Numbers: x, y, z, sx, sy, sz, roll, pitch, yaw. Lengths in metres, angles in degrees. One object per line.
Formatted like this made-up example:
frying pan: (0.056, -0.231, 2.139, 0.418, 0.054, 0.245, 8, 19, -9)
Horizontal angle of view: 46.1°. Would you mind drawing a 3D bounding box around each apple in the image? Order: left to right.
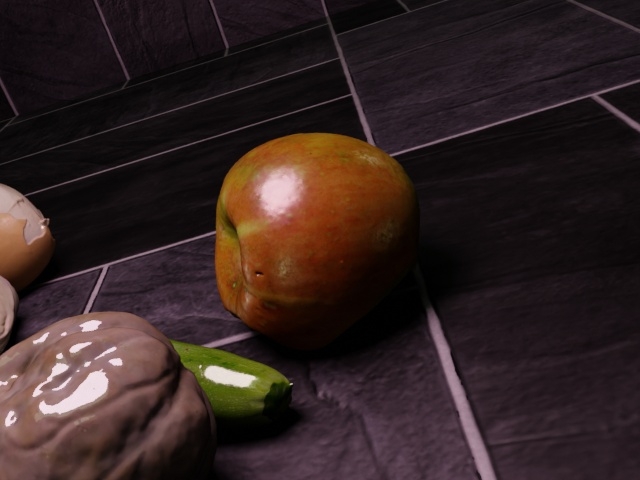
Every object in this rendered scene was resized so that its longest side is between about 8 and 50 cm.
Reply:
apple: (0.000, 0.000, 0.860, 0.226, 0.246, 0.246, -7, 21, -20)

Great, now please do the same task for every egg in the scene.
egg: (-0.550, 0.010, 1.187, 0.244, 0.201, 0.201, -38, 29, -7)

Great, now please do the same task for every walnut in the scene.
walnut: (-0.200, 0.173, 0.635, 0.224, 0.224, 0.224, -15, 26, 8)

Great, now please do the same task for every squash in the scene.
squash: (-0.158, 0.145, 0.789, 0.293, 0.082, 0.082, 3, 33, 37)

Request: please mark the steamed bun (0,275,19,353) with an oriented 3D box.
steamed bun: (-0.552, 0.110, 1.034, 0.239, 0.152, 0.170, -22, 32, 0)
